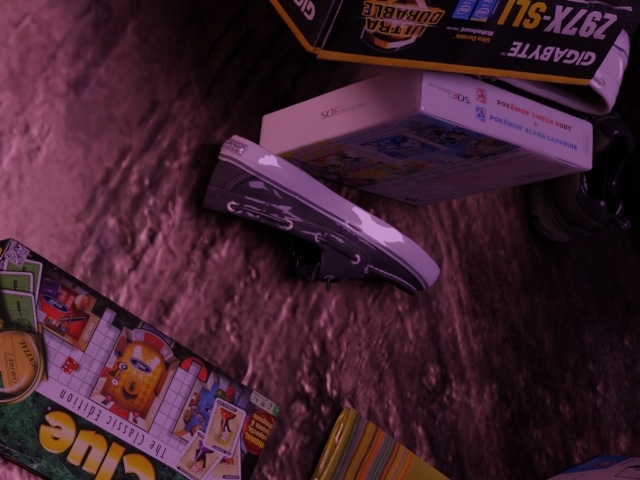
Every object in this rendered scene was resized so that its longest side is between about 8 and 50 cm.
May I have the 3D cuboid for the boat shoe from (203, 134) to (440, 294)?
[{"bbox_3d":[0.000,0.000,0.977,0.228,0.080,0.076,32,83,-33],"label":"boat shoe"}]

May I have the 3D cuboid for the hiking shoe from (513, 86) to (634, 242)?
[{"bbox_3d":[0.259,-0.115,1.161,0.086,0.114,0.226,-6,87,-38],"label":"hiking shoe"}]

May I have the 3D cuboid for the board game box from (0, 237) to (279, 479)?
[{"bbox_3d":[-0.154,0.122,0.868,0.260,0.030,0.136,36,66,-28],"label":"board game box"}]

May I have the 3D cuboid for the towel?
[{"bbox_3d":[0.086,0.245,1.038,0.237,0.021,0.102,38,64,-28],"label":"towel"}]

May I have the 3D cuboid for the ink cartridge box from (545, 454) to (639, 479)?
[{"bbox_3d":[0.298,0.258,1.090,0.140,0.191,0.082,-13,92,-38],"label":"ink cartridge box"}]

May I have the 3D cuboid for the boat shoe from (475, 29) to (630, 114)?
[{"bbox_3d":[0.160,-0.186,1.070,0.258,0.095,0.084,17,66,-7],"label":"boat shoe"}]

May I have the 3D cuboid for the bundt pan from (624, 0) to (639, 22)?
[{"bbox_3d":[0.225,-0.324,1.069,0.124,0.331,0.331,-42,113,4],"label":"bundt pan"}]

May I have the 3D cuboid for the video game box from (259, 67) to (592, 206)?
[{"bbox_3d":[0.082,-0.080,0.965,0.187,0.205,0.048,11,76,-37],"label":"video game box"}]

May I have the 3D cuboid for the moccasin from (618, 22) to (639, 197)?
[{"bbox_3d":[0.424,-0.077,1.266,0.147,0.139,0.380,-26,100,-38],"label":"moccasin"}]

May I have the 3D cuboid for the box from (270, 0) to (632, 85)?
[{"bbox_3d":[0.045,-0.247,0.912,0.257,0.079,0.322,1,41,-35],"label":"box"}]
